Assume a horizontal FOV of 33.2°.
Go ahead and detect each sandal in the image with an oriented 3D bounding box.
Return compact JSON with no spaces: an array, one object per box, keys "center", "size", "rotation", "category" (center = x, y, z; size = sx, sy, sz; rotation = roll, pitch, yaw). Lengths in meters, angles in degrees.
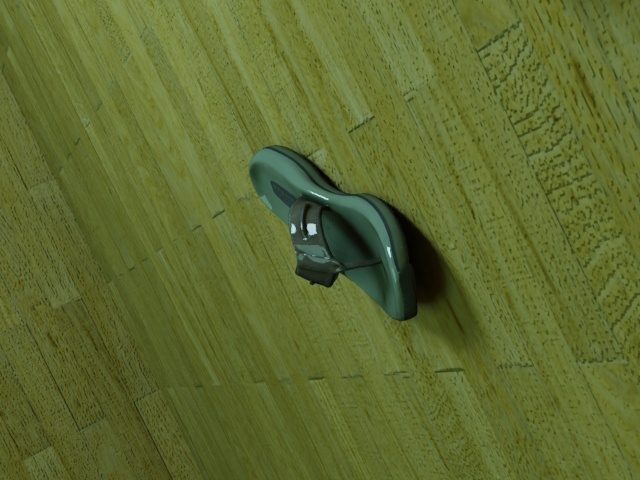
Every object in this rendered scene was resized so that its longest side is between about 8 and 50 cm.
[{"center":[0.000,0.001,1.066],"size":[0.303,0.086,0.120],"rotation":[35,145,50],"category":"sandal"}]
